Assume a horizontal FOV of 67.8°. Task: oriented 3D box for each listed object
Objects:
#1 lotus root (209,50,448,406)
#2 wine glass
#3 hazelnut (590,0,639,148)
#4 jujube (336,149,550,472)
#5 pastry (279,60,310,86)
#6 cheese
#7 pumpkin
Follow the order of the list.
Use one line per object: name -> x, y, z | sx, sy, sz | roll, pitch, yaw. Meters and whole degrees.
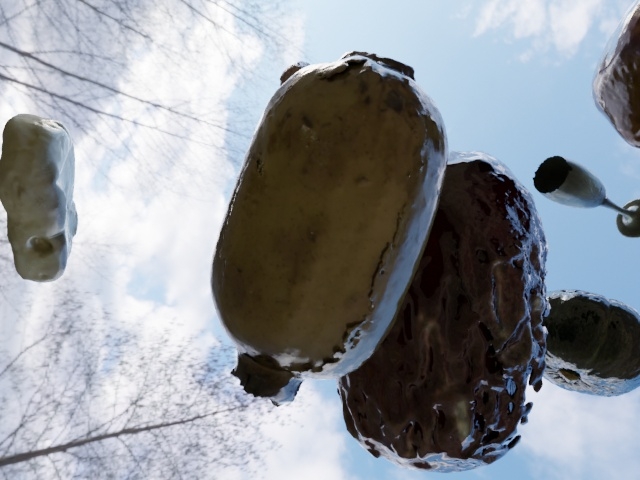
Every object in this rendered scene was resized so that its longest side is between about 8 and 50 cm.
lotus root -> 0.000, 0.000, 0.377 | 0.160, 0.146, 0.284 | 28, -80, 45
wine glass -> 0.586, -0.012, 1.019 | 0.096, 0.309, 0.265 | -14, -118, 61
hazelnut -> 0.389, -0.188, 0.460 | 0.180, 0.181, 0.212 | -28, -147, -4
jujube -> 0.128, 0.074, 0.560 | 0.258, 0.258, 0.377 | -1, -98, 40
pastry -> -0.070, -0.486, 1.449 | 0.102, 0.112, 0.265 | -33, -151, 20
cheese -> -0.430, -0.066, 0.731 | 0.159, 0.092, 0.263 | -114, -146, -46
pumpkin -> 0.434, 0.166, 0.790 | 0.211, 0.212, 0.152 | 16, -127, 40
